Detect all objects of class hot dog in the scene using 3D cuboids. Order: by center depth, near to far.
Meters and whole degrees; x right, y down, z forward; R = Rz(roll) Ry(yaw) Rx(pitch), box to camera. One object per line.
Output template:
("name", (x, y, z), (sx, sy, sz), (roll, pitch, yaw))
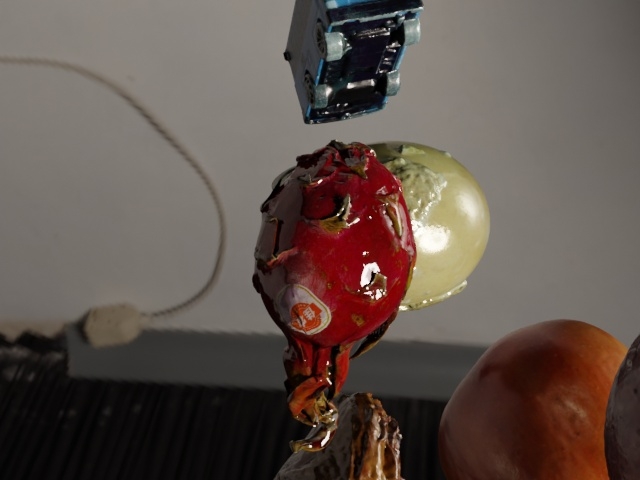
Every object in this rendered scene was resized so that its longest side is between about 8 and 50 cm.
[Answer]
("hot dog", (-0.010, 0.220, 0.923), (0.099, 0.160, 0.227), (34, 89, 1))

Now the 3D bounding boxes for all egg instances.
("egg", (0.064, -0.012, 1.139), (0.201, 0.164, 0.164), (-2, 137, -32))

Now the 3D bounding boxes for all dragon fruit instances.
("dragon fruit", (0.005, 0.040, 0.695), (0.094, 0.094, 0.190), (7, 106, 5))

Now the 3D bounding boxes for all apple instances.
("apple", (0.248, 0.217, 1.240), (0.242, 0.241, 0.242), (-19, 141, -16))

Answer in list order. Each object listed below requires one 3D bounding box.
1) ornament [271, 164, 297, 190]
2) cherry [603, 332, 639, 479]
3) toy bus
("ornament", (0.000, 0.000, 1.306), (0.081, 0.075, 0.156), (-11, 114, 13))
("cherry", (0.270, 0.102, 0.743), (0.250, 0.192, 0.175), (-38, 132, -9))
("toy bus", (0.025, -0.186, 1.104), (0.090, 0.106, 0.184), (-13, 160, -14))
